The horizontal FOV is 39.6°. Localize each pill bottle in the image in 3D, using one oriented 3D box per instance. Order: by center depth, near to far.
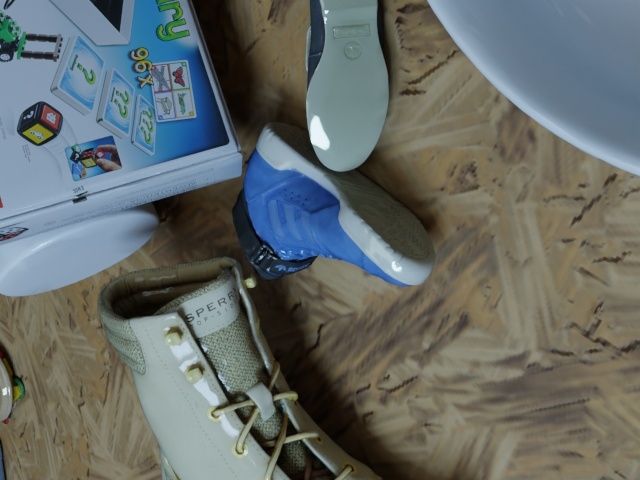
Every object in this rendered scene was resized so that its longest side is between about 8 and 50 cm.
[{"bbox_3d":[-0.229,-0.103,0.660,0.153,0.153,0.264,-36,76,40],"label":"pill bottle"}]

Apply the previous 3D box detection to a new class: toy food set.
[{"bbox_3d":[-0.331,0.144,0.896,0.083,0.020,0.082,-43,72,38],"label":"toy food set"}]

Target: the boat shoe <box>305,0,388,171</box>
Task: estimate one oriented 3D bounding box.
[{"bbox_3d":[0.013,-0.110,0.522,0.043,0.049,0.136,-117,24,-74],"label":"boat shoe"}]

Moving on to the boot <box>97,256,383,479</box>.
[{"bbox_3d":[-0.030,0.117,0.551,0.262,0.095,0.203,8,121,46],"label":"boot"}]

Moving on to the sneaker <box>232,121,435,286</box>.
[{"bbox_3d":[0.001,0.000,0.544,0.152,0.058,0.084,42,119,31],"label":"sneaker"}]

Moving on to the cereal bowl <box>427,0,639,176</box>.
[{"bbox_3d":[0.184,-0.185,0.286,0.339,0.141,0.338,12,108,40],"label":"cereal bowl"}]

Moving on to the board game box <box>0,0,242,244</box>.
[{"bbox_3d":[-0.187,-0.159,0.572,0.053,0.193,0.305,111,141,-74],"label":"board game box"}]

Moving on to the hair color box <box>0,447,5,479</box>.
[{"bbox_3d":[-0.498,0.301,1.018,0.375,0.114,0.185,2,101,40],"label":"hair color box"}]
